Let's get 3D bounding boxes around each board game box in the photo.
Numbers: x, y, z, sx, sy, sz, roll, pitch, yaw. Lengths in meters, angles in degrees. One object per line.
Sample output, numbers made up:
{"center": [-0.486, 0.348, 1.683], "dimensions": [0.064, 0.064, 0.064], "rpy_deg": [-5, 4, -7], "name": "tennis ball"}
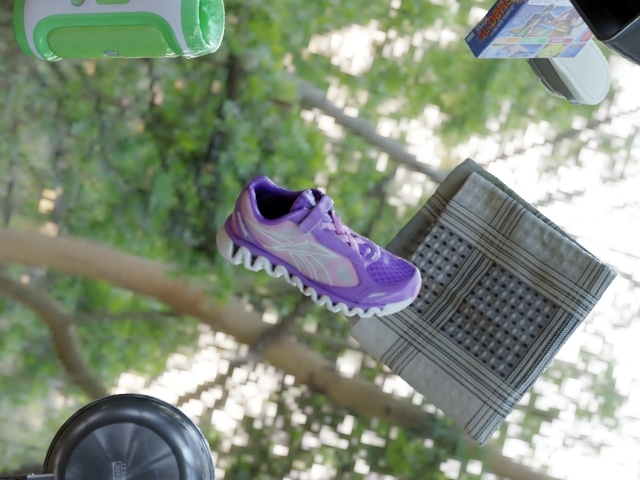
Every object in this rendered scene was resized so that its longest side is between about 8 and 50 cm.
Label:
{"center": [0.299, -0.292, 2.171], "dimensions": [0.136, 0.201, 0.035], "rpy_deg": [-48, -120, 39], "name": "board game box"}

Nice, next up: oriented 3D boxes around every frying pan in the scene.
{"center": [-0.277, 0.248, 1.869], "dimensions": [0.053, 0.326, 0.197], "rpy_deg": [66, 42, -82], "name": "frying pan"}

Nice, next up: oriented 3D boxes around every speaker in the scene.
{"center": [-0.298, -0.328, 2.467], "dimensions": [0.131, 0.296, 0.131], "rpy_deg": [1, 90, -71], "name": "speaker"}

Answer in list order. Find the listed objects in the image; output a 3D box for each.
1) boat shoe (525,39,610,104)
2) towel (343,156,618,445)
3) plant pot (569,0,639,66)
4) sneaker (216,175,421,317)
{"center": [0.344, -0.336, 2.610], "dimensions": [0.109, 0.305, 0.091], "rpy_deg": [-48, -150, -23], "name": "boat shoe"}
{"center": [0.211, 0.075, 2.367], "dimensions": [0.324, 0.056, 0.312], "rpy_deg": [41, -86, 36], "name": "towel"}
{"center": [0.320, -0.257, 1.524], "dimensions": [0.187, 0.167, 0.188], "rpy_deg": [-38, -128, 13], "name": "plant pot"}
{"center": [0.000, 0.000, 1.814], "dimensions": [0.095, 0.236, 0.105], "rpy_deg": [-50, 157, -51], "name": "sneaker"}
